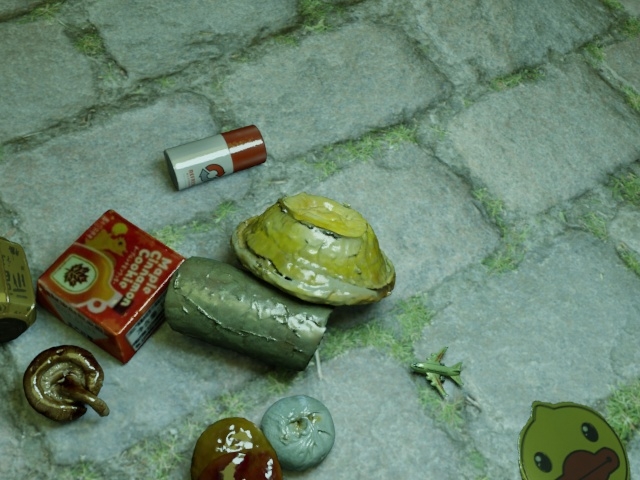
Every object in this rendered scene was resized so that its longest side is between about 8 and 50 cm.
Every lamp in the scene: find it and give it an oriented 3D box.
[{"bbox_3d":[-0.624,0.093,1.238,0.161,0.161,0.185,-19,64,-17],"label":"lamp"}]

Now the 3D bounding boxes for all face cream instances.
[{"bbox_3d":[-0.237,-0.190,1.490,0.214,0.096,0.096,-20,64,-18],"label":"face cream"}]

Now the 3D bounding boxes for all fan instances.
[{"bbox_3d":[0.509,0.454,1.254,0.229,0.011,0.335,-23,63,-19],"label":"fan"}]

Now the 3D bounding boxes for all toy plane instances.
[{"bbox_3d":[0.233,0.260,1.316,0.111,0.040,0.102,7,57,-2],"label":"toy plane"}]

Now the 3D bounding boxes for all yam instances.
[{"bbox_3d":[-0.134,0.141,1.268,0.304,0.168,0.168,17,59,4],"label":"yam"}]

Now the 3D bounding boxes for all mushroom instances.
[{"bbox_3d":[-0.456,0.269,1.204,0.170,0.080,0.135,34,74,12],"label":"mushroom"}]

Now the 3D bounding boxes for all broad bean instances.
[{"bbox_3d":[-0.142,0.417,1.120,0.156,0.122,0.228,-11,73,4],"label":"broad bean"}]

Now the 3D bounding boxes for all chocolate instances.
[{"bbox_3d":[-0.404,0.079,1.306,0.235,0.108,0.237,33,60,10],"label":"chocolate"}]

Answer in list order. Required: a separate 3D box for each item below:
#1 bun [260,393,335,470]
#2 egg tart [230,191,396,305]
[{"bbox_3d":[-0.040,0.348,1.206,0.140,0.083,0.141,3,56,-5],"label":"bun"},{"bbox_3d":[0.000,0.000,1.314,0.345,0.132,0.345,16,23,-7],"label":"egg tart"}]
